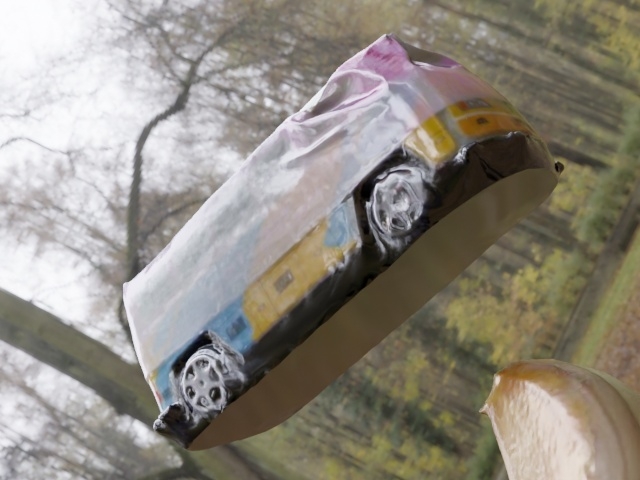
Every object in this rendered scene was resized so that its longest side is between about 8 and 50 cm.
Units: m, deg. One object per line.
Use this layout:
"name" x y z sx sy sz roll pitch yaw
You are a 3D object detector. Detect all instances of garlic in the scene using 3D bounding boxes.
"garlic" 0.164 0.160 0.573 0.115 0.128 0.206 100 -179 -52

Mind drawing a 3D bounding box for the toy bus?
"toy bus" 0.000 0.000 0.786 0.386 0.162 0.171 -43 -23 27
